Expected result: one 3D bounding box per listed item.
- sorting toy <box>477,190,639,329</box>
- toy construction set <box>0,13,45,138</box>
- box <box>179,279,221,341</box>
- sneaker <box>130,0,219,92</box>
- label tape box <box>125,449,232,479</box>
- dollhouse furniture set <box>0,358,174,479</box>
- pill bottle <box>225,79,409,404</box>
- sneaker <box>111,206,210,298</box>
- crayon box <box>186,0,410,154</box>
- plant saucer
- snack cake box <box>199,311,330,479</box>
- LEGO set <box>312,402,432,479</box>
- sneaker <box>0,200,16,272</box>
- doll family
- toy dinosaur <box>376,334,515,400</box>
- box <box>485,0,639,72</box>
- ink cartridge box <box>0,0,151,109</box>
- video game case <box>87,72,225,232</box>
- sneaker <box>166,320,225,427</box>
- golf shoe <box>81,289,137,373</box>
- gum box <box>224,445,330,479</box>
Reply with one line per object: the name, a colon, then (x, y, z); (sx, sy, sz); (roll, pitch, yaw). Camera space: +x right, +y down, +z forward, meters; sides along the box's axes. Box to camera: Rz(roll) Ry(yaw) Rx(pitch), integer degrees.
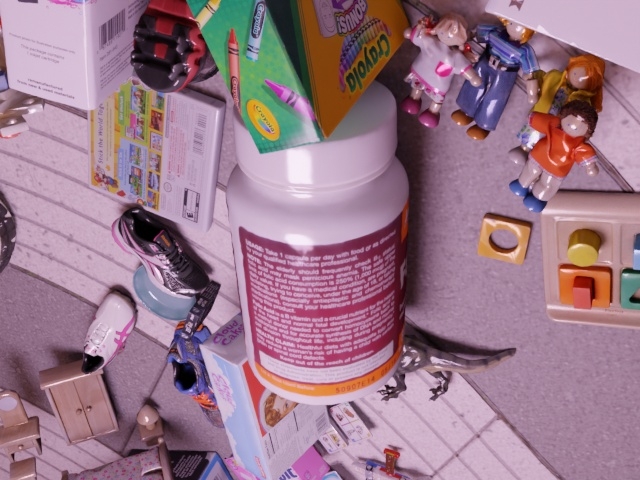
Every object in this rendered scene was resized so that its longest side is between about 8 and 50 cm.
sorting toy: (0.363, 0.035, 1.016); (0.348, 0.047, 0.195); (4, 126, 24)
toy construction set: (-0.409, -0.300, 1.047); (0.215, 0.151, 0.327); (22, 118, 36)
box: (-0.192, 0.113, 1.315); (0.018, 0.083, 0.067); (28, 132, 2)
sneaker: (-0.134, -0.309, 0.967); (0.098, 0.135, 0.276); (25, 109, 23)
label tape box: (-0.369, 0.534, 1.611); (0.334, 0.240, 0.105); (-7, 121, 29)
dollhouse furniture set: (-0.426, 0.394, 1.451); (0.303, 0.355, 0.173); (-15, 126, -11)
pill bottle: (0.000, 0.000, 1.047); (0.224, 0.224, 0.392); (11, 129, 18)
sneaker: (-0.245, 0.019, 1.267); (0.178, 0.072, 0.077); (38, 147, -6)
crayon box: (-0.008, -0.228, 0.841); (0.081, 0.278, 0.165); (-8, 120, 31)
plant saucer: (-0.254, 0.082, 1.363); (0.119, 0.021, 0.119); (13, 129, 17)
snack cake box: (-0.082, 0.234, 1.295); (0.089, 0.152, 0.264); (20, 134, 38)
LEGO set: (0.069, 0.390, 1.437); (0.182, 0.060, 0.244); (-34, 95, 41)
sneaker: (-0.636, -0.093, 1.373); (0.182, 0.158, 0.410); (38, 143, 39)
doll family: (0.218, -0.172, 0.908); (0.263, 0.118, 0.163); (40, 140, 17)
toy dinosaur: (0.145, 0.186, 1.228); (0.268, 0.064, 0.118); (11, 122, 14)
box: (0.276, -0.272, 0.761); (0.182, 0.119, 0.180); (25, 121, 7)
ink cartridge box: (-0.267, -0.324, 0.940); (0.117, 0.201, 0.278); (17, 130, 8)
video game case: (-0.244, -0.135, 1.194); (0.206, 0.026, 0.227); (21, 132, 10)
sneaker: (-0.213, 0.245, 1.423); (0.083, 0.087, 0.221); (-5, 122, 29)
golf shoe: (-0.374, 0.166, 1.442); (0.068, 0.086, 0.186); (29, 130, 5)
gum box: (-0.083, 0.401, 1.470); (0.107, 0.062, 0.188); (52, 138, -5)
